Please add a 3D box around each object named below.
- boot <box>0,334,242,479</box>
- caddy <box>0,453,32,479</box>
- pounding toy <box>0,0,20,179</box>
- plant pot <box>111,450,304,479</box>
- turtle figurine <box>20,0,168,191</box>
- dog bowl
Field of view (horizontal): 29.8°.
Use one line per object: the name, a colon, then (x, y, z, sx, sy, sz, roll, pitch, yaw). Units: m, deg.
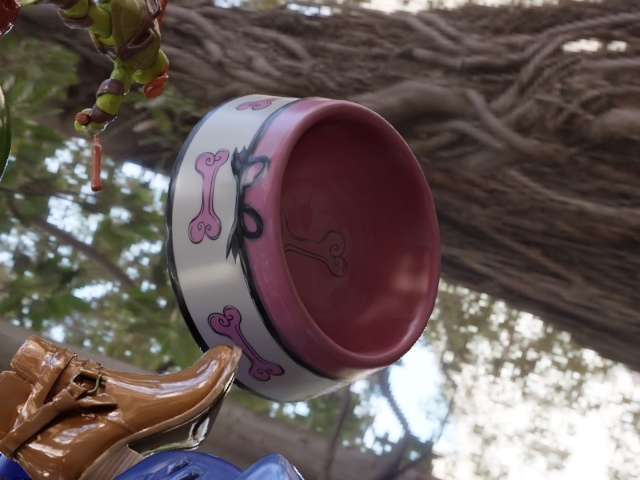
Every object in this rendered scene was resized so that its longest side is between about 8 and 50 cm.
boot: (-0.159, 0.115, 0.925, 0.197, 0.152, 0.073, -51, -11, -49)
caddy: (-0.301, 0.309, 1.327, 0.179, 0.241, 0.341, 19, -88, -37)
pounding toy: (-0.244, -0.117, 0.604, 0.237, 0.110, 0.183, 37, -143, -17)
plant pot: (-0.069, 0.257, 0.637, 0.236, 0.212, 0.236, -36, -86, -35)
turtle figurine: (-0.202, -0.199, 1.150, 0.217, 0.087, 0.269, 48, -127, -55)
dog bowl: (0.000, 0.000, 1.531, 0.408, 0.150, 0.408, 13, -108, -48)
